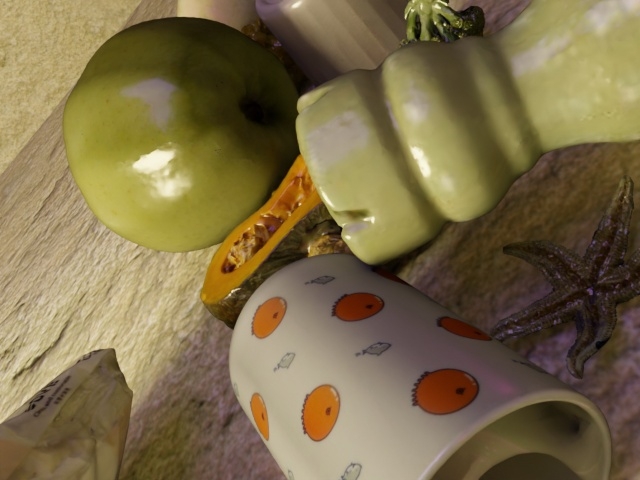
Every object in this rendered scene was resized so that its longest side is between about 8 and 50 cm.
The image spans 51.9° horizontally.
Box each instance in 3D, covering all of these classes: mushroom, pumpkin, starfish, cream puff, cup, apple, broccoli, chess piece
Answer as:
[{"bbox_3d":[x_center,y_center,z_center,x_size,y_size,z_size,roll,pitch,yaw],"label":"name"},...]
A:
[{"bbox_3d":[-0.158,-0.450,1.309,0.260,0.253,0.234,-6,19,40],"label":"mushroom"},{"bbox_3d":[0.000,0.000,0.808,0.317,0.139,0.222,-45,29,3],"label":"pumpkin"},{"bbox_3d":[0.233,0.033,0.615,0.208,0.053,0.176,-48,36,1],"label":"starfish"},{"bbox_3d":[-0.096,-0.321,1.182,0.156,0.156,0.121,-22,44,34],"label":"cream puff"},{"bbox_3d":[0.054,0.143,0.581,0.212,0.212,0.317,-52,36,-1],"label":"cup"},{"bbox_3d":[-0.192,-0.159,0.990,0.357,0.357,0.357,-27,43,29],"label":"apple"},{"bbox_3d":[0.163,-0.281,0.897,0.131,0.120,0.130,-41,22,-29],"label":"broccoli"},{"bbox_3d":[0.203,-0.140,0.579,0.442,0.234,0.234,-25,43,13],"label":"chess piece"}]

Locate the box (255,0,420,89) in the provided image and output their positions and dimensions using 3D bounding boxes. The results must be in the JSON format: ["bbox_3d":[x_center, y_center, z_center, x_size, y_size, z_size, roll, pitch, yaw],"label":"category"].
[{"bbox_3d":[0.013,-0.331,1.024,0.262,0.206,0.291,3,60,48],"label":"box"}]

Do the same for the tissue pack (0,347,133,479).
[{"bbox_3d":[-0.348,0.353,0.752,0.375,0.195,0.390,-84,17,-77],"label":"tissue pack"}]
